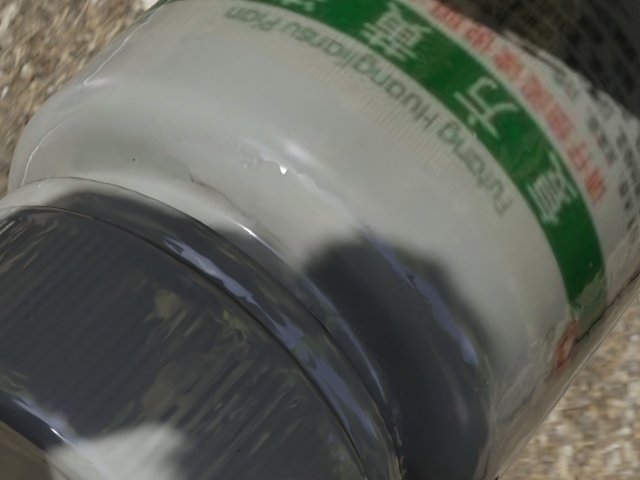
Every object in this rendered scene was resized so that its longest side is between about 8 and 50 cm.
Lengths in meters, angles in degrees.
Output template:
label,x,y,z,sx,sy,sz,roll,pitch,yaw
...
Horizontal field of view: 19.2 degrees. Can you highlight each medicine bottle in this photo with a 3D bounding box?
label,x,y,z,sx,sy,sz,roll,pitch,yaw
medicine bottle,0.000,0.000,0.686,0.208,0.208,0.340,46,55,-5
